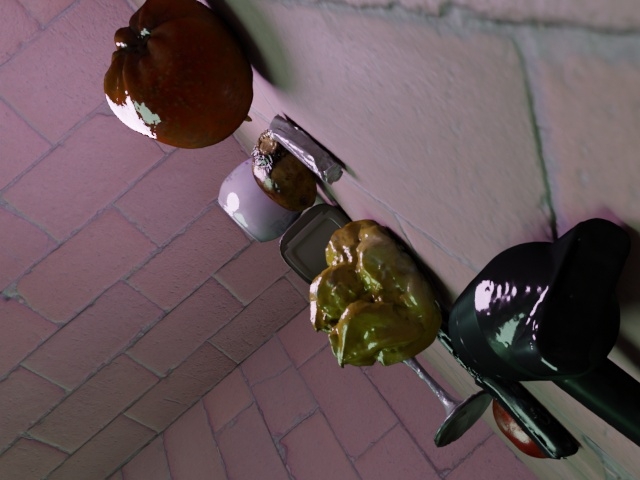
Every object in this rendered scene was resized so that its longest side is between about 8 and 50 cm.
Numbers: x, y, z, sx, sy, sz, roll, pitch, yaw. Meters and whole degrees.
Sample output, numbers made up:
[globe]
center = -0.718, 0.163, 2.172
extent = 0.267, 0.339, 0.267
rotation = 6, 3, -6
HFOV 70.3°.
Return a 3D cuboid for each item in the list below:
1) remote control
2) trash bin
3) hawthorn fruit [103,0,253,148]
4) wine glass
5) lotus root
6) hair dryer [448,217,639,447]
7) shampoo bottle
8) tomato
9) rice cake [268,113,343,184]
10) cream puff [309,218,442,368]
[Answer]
[remote control]
center = 0.384, 0.312, 1.016
extent = 0.399, 0.062, 0.145
rotation = 48, 177, 30
[trash bin]
center = 0.000, 0.000, 1.425
extent = 0.219, 0.219, 0.250
rotation = 48, -176, -10
[hawthorn fruit]
center = -0.247, -0.301, 0.889
extent = 0.298, 0.277, 0.277
rotation = 23, -161, -49
[wine glass]
center = 0.259, 0.343, 1.276
extent = 0.406, 0.267, 0.267
rotation = 46, 176, 41
[lotus root]
center = -0.095, -0.169, 1.261
extent = 0.169, 0.141, 0.314
rotation = 53, -178, 38
[hair dryer]
center = 0.257, 0.122, 0.376
extent = 0.302, 0.116, 0.244
rotation = 37, 174, 15
[shampoo bottle]
center = -0.184, -0.153, 1.543
extent = 0.273, 0.266, 0.273
rotation = 44, 176, 4
[tomato]
center = 0.484, 0.452, 1.106
extent = 0.166, 0.082, 0.174
rotation = 49, 178, -40
[rice cake]
center = -0.038, -0.196, 0.961
extent = 0.270, 0.055, 0.049
rotation = 44, 179, 40
[cream puff]
center = 0.095, 0.132, 1.017
extent = 0.325, 0.257, 0.291
rotation = 55, 170, 15
